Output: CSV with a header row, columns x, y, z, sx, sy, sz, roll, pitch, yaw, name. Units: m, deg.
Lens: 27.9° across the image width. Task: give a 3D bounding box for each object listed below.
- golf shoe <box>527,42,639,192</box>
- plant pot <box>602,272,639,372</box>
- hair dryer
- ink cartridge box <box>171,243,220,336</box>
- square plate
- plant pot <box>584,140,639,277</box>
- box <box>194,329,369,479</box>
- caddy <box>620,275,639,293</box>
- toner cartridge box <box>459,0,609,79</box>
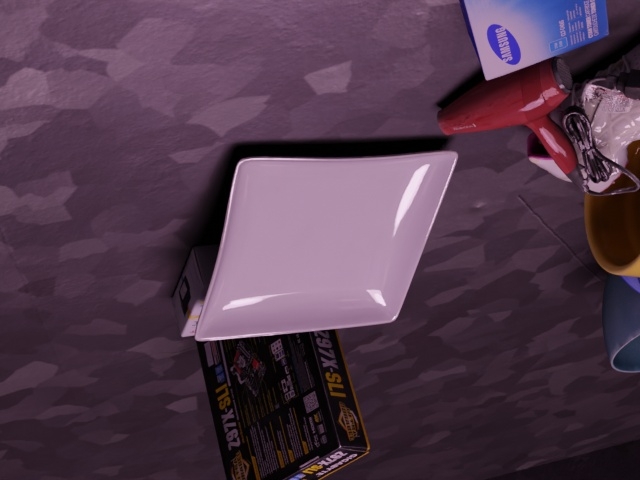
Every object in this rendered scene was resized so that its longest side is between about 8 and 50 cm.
x,y,z,sx,sy,sz,roll,pitch,yaw,name
0.398,-0.186,1.789,0.140,0.115,0.306,15,135,-14,golf shoe
0.644,0.095,2.388,0.290,0.195,0.290,-13,154,-6,plant pot
0.302,-0.148,1.737,0.293,0.080,0.224,13,131,7,hair dryer
-0.150,0.076,2.016,0.127,0.072,0.175,-7,152,-22,ink cartridge box
0.000,0.000,1.893,0.344,0.049,0.347,-3,132,-24,square plate
0.551,-0.065,1.901,0.239,0.254,0.254,5,149,-15,plant pot
-0.070,0.245,2.115,0.079,0.322,0.257,13,140,-44,box
0.635,-0.020,2.091,0.341,0.241,0.179,-27,155,4,caddy
0.230,-0.320,1.457,0.165,0.075,0.348,-19,154,8,toner cartridge box
